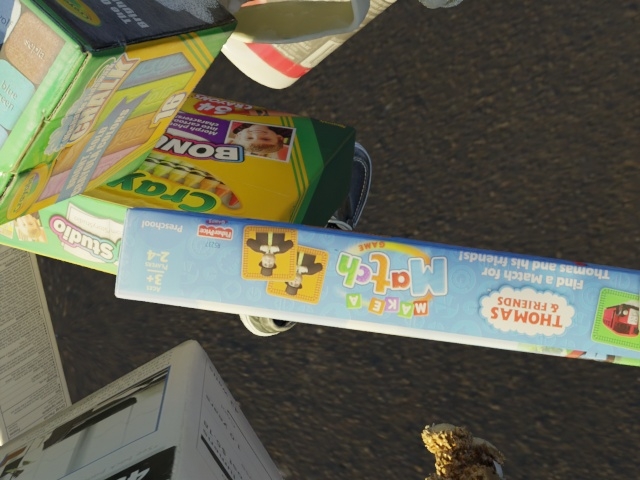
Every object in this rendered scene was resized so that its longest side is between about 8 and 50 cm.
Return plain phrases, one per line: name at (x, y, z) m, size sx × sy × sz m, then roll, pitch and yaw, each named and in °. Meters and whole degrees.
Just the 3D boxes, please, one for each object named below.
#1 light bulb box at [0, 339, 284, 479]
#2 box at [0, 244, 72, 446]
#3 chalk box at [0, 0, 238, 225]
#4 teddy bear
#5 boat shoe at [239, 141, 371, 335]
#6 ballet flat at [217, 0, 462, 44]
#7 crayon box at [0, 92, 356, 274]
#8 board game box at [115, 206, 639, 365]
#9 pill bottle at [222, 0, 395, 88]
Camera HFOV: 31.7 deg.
light bulb box at (-0.075, 0.291, 0.586) m, size 0.225 × 0.361 × 0.358 m, roll -30°, pitch 100°, yaw 2°
box at (-0.483, 0.144, 1.661) m, size 0.148 × 0.121 × 0.311 m, roll -33°, pitch 125°, yaw -47°
chalk box at (-0.169, -0.101, 0.613) m, size 0.132 × 0.213 × 0.132 m, roll 43°, pitch 117°, yaw 7°
teddy bear at (0.265, 0.440, 1.844) m, size 0.113 × 0.245 × 0.338 m, roll -44°, pitch 55°, yaw 19°
boat shoe at (0.000, 0.000, 1.698) m, size 0.121 × 0.119 × 0.335 m, roll 31°, pitch 78°, yaw -27°
ballet flat at (0.025, -0.203, 0.718) m, size 0.147 × 0.409 × 0.147 m, roll 11°, pitch 77°, yaw -54°
crayon box at (-0.178, -0.073, 1.346) m, size 0.363 × 0.313 × 0.106 m, roll 13°, pitch 120°, yaw 15°
board game box at (0.034, 0.020, 0.480) m, size 0.211 × 0.160 × 0.039 m, roll 8°, pitch 89°, yaw 2°
pill bottle at (0.025, -0.312, 1.126) m, size 0.318 × 0.176 × 0.176 m, roll -36°, pitch 95°, yaw 20°
